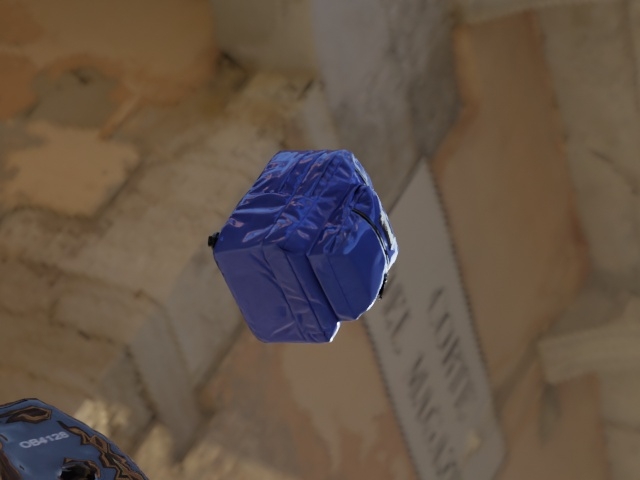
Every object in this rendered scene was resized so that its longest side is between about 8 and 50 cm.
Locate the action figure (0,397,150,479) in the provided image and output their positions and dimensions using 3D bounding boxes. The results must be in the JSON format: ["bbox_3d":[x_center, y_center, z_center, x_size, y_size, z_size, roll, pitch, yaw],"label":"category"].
[{"bbox_3d":[-0.094,0.198,0.482,0.099,0.185,0.285,25,-60,32],"label":"action figure"}]

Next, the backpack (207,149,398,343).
[{"bbox_3d":[0.000,0.000,1.118,0.101,0.120,0.098,0,-50,25],"label":"backpack"}]
